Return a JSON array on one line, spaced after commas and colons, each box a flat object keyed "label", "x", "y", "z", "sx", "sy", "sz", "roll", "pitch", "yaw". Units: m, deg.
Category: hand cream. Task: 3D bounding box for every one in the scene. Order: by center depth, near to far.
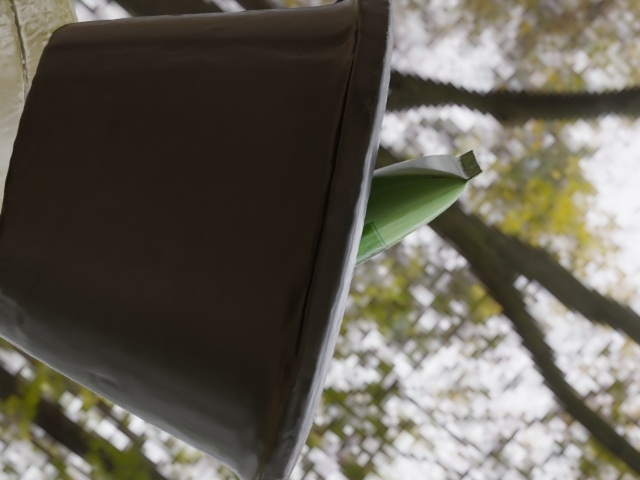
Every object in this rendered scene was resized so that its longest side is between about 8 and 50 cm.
[{"label": "hand cream", "x": 0.000, "y": 0.000, "z": 0.945, "sx": 0.175, "sy": 0.046, "sz": 0.095, "roll": -24, "pitch": -174, "yaw": 5}]

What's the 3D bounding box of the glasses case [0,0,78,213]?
[{"label": "glasses case", "x": -0.257, "y": -0.048, "z": 1.222, "sx": 0.141, "sy": 0.173, "sz": 0.371, "roll": -28, "pitch": 153, "yaw": -45}]

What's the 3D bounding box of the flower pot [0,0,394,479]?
[{"label": "flower pot", "x": -0.068, "y": -0.013, "z": 0.940, "sx": 0.269, "sy": 0.166, "sz": 0.269, "roll": -168, "pitch": -90, "yaw": -84}]

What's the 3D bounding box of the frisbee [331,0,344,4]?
[{"label": "frisbee", "x": -0.037, "y": -0.109, "z": 1.208, "sx": 0.211, "sy": 0.012, "sz": 0.187, "roll": -48, "pitch": 161, "yaw": 18}]
